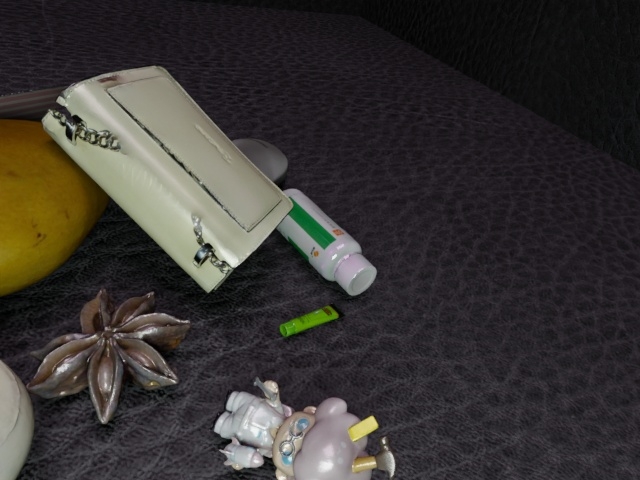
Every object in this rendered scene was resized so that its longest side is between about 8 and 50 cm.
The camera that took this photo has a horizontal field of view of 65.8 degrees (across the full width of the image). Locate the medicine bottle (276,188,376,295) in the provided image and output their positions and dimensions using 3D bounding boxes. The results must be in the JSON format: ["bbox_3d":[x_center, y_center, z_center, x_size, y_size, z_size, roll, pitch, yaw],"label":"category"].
[{"bbox_3d":[0.000,0.000,0.958,0.095,0.095,0.260,-15,43,-34],"label":"medicine bottle"}]

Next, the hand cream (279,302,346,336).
[{"bbox_3d":[-0.013,0.133,0.832,0.122,0.023,0.036,-14,40,-38],"label":"hand cream"}]

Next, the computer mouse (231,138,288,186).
[{"bbox_3d":[-0.201,-0.154,1.109,0.197,0.095,0.331,19,35,15],"label":"computer mouse"}]

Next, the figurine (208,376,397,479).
[{"bbox_3d":[-0.024,0.250,0.600,0.229,0.112,0.137,17,62,17],"label":"figurine"}]

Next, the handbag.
[{"bbox_3d":[-0.242,-0.103,0.831,0.358,0.160,0.236,46,23,-7],"label":"handbag"}]

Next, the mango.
[{"bbox_3d":[-0.500,-0.074,0.788,0.300,0.232,0.445,13,29,3],"label":"mango"}]

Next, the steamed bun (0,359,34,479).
[{"bbox_3d":[-0.416,0.213,0.484,0.232,0.145,0.231,18,23,-8],"label":"steamed bun"}]

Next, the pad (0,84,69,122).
[{"bbox_3d":[-0.600,-0.195,0.912,0.202,0.300,0.005,-32,96,-46],"label":"pad"}]

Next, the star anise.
[{"bbox_3d":[-0.274,0.152,0.677,0.197,0.073,0.212,19,38,14],"label":"star anise"}]
